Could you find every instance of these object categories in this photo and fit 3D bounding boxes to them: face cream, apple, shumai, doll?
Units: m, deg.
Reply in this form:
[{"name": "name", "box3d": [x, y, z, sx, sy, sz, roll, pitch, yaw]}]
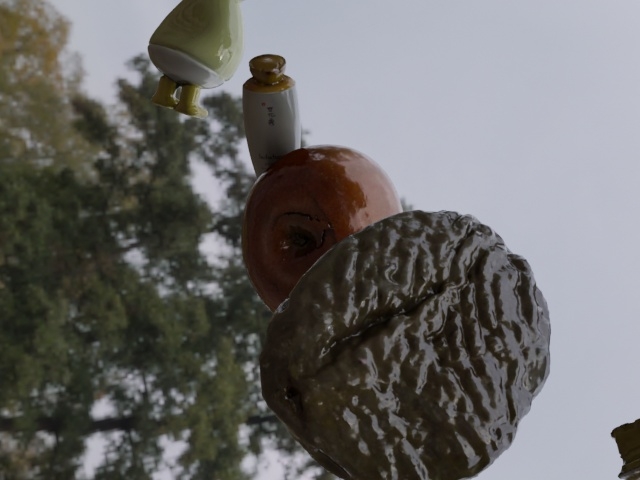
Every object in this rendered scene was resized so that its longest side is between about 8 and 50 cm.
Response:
[{"name": "face cream", "box3d": [-0.061, -0.146, 1.334, 0.051, 0.072, 0.182, -94, -179, -55]}, {"name": "apple", "box3d": [0.000, 0.000, 1.285, 0.210, 0.173, 0.235, -22, -101, 19]}, {"name": "shumai", "box3d": [0.045, 0.085, 0.712, 0.166, 0.206, 0.175, 55, -27, 6]}, {"name": "doll", "box3d": [-0.143, -0.312, 1.451, 0.141, 0.117, 0.296, 24, -97, 43]}]

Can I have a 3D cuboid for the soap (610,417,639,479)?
[{"name": "soap", "box3d": [0.453, 0.222, 1.157, 0.233, 0.135, 0.076, -33, -147, 31]}]
